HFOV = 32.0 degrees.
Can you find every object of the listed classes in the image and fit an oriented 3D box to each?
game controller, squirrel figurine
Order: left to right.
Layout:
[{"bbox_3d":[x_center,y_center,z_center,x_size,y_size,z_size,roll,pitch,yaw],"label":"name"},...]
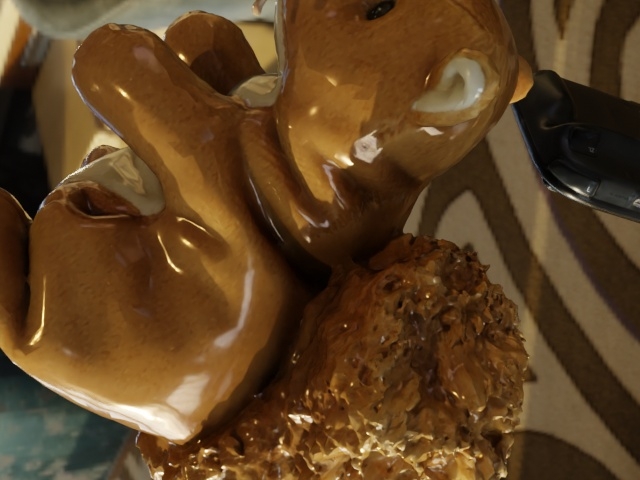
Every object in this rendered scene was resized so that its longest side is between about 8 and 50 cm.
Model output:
[{"bbox_3d":[0.000,0.000,0.768,0.370,0.281,0.397,-33,83,16],"label":"squirrel figurine"},{"bbox_3d":[0.317,-0.062,0.999,0.067,0.319,0.166,-63,24,28],"label":"game controller"}]
